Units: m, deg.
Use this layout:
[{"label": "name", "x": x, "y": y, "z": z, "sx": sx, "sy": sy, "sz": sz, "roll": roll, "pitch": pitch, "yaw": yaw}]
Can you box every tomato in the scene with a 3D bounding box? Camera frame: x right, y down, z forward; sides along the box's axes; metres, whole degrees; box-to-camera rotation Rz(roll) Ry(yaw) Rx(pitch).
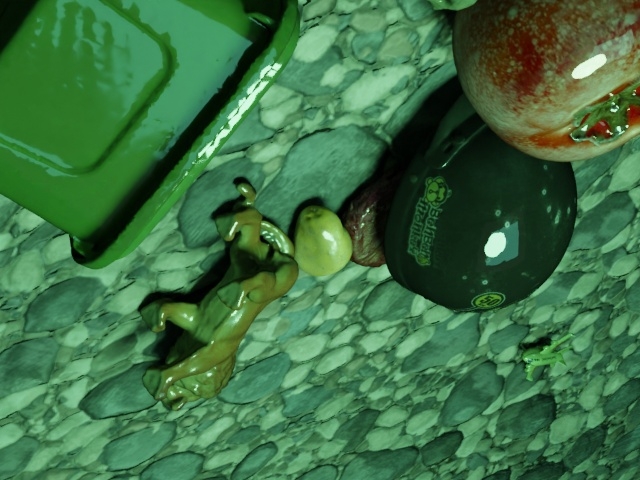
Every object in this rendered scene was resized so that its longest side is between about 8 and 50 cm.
[{"label": "tomato", "x": 0.262, "y": -0.213, "z": 1.394, "sx": 0.270, "sy": 0.227, "sz": 0.270, "roll": -11, "pitch": 154, "yaw": -5}]

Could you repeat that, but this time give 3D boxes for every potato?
[{"label": "potato", "x": 0.000, "y": 0.000, "z": 1.580, "sx": 0.068, "sy": 0.062, "sz": 0.083, "roll": -15, "pitch": 141, "yaw": -4}]

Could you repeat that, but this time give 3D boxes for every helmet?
[{"label": "helmet", "x": 0.202, "y": -0.033, "z": 1.581, "sx": 0.230, "sy": 0.160, "sz": 0.279, "roll": -10, "pitch": 129, "yaw": -45}]

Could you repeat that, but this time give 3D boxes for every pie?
[{"label": "pie", "x": 0.087, "y": -0.027, "z": 1.642, "sx": 0.154, "sy": 0.036, "sz": 0.154, "roll": -24, "pitch": 144, "yaw": -19}]

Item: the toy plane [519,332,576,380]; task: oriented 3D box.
[{"label": "toy plane", "x": 0.328, "y": 0.170, "z": 2.080, "sx": 0.111, "sy": 0.040, "sz": 0.102, "roll": 10, "pitch": 125, "yaw": -45}]

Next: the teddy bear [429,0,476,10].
[{"label": "teddy bear", "x": 0.183, "y": -0.359, "z": 1.083, "sx": 0.367, "sy": 0.224, "sz": 0.357, "roll": -8, "pitch": 159, "yaw": 20}]

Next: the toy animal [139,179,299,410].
[{"label": "toy animal", "x": -0.108, "y": 0.079, "z": 1.579, "sx": 0.312, "sy": 0.097, "sz": 0.157, "roll": -52, "pitch": 154, "yaw": 20}]

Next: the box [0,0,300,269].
[{"label": "box", "x": -0.170, "y": -0.173, "z": 1.003, "sx": 0.178, "sy": 0.329, "sz": 0.253, "roll": 28, "pitch": 113, "yaw": -35}]
